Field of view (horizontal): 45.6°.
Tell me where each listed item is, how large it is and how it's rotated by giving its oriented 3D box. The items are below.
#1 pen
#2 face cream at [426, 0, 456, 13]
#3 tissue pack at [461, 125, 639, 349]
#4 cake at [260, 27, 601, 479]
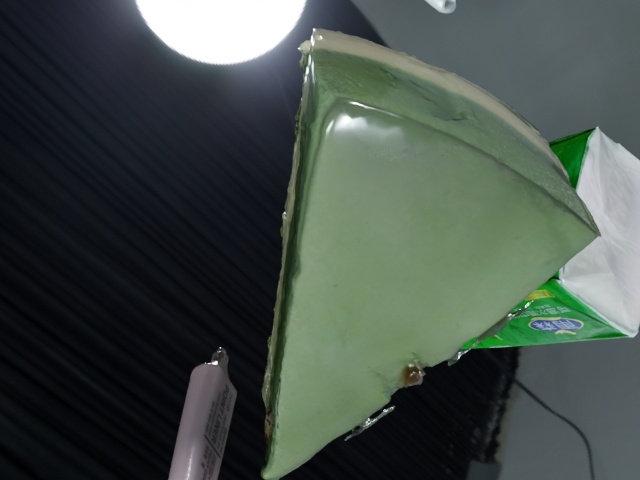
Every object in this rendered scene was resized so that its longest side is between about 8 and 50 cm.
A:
[{"bbox_3d":[-0.101,0.160,0.674,0.032,0.053,0.197,-20,30,14],"label":"pen"},{"bbox_3d":[0.079,-0.391,0.659,0.146,0.369,0.145,1,25,0],"label":"face cream"},{"bbox_3d":[0.184,0.021,0.663,0.209,0.156,0.147,-19,46,54],"label":"tissue pack"},{"bbox_3d":[-0.002,0.005,0.491,0.283,0.172,0.158,-45,19,23],"label":"cake"}]
